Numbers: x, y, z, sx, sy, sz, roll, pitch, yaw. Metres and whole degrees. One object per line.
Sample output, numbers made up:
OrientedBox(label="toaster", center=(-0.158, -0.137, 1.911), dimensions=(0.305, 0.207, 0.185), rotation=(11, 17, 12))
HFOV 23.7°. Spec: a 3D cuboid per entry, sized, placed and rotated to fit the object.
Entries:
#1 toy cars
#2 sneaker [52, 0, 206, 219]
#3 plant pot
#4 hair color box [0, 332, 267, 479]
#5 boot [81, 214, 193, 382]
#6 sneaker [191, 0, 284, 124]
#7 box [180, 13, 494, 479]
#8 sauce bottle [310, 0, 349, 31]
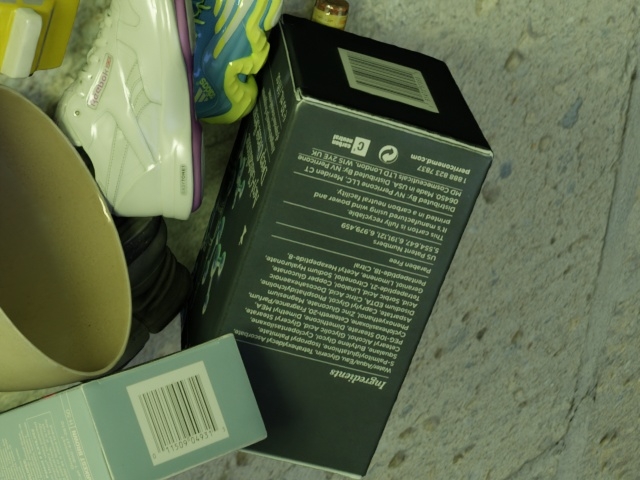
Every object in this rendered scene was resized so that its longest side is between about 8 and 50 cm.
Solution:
OrientedBox(label="toy cars", center=(-0.319, -0.245, 1.296), dimensions=(0.176, 0.087, 0.394), rotation=(-47, 144, -12))
OrientedBox(label="sneaker", center=(-0.194, -0.162, 1.486), dimensions=(0.152, 0.114, 0.305), rotation=(-2, 107, 0))
OrientedBox(label="plant pot", center=(-0.329, 0.023, 1.393), dimensions=(0.190, 0.284, 0.284), rotation=(-24, 150, 18))
OrientedBox(label="hair color box", center=(-0.245, 0.204, 1.539), dimensions=(0.185, 0.374, 0.114), rotation=(-16, 86, -42))
OrientedBox(label="boot", center=(-0.279, 0.099, 1.620), dimensions=(0.338, 0.118, 0.223), rotation=(-35, 150, -15))
OrientedBox(label="sneaker", center=(-0.113, -0.214, 1.564), dimensions=(0.126, 0.091, 0.240), rotation=(-24, 136, -36))
OrientedBox(label="box", center=(0.000, 0.000, 1.650), dimensions=(0.211, 0.293, 0.396), rotation=(14, 112, -12))
OrientedBox(label="sauce bottle", center=(0.000, -0.216, 1.740), dimensions=(0.042, 0.042, 0.128), rotation=(-15, 131, -42))
